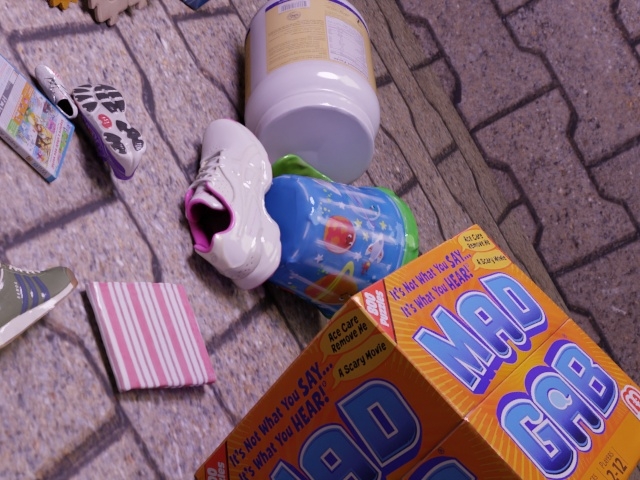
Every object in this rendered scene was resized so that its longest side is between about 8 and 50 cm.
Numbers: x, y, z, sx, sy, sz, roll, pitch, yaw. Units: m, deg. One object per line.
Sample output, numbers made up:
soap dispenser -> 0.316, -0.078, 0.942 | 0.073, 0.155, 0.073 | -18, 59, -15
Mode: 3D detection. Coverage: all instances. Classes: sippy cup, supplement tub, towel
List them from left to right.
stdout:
towel -> -0.216, 0.123, 1.411 | 0.197, 0.029, 0.144 | 7, 58, -60
supplement tub -> -0.018, -0.268, 1.989 | 0.241, 0.241, 0.331 | 43, 29, -37
sippy cup -> 0.000, 0.000, 1.774 | 0.224, 0.240, 0.305 | 20, 0, -43

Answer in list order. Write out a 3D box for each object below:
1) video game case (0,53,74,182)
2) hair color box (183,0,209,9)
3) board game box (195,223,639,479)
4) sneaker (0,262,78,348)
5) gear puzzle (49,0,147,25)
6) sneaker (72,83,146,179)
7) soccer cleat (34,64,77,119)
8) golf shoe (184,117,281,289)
video game case -> -0.383, -0.164, 1.398 | 0.166, 0.015, 0.119 | 47, 26, -30
hair color box -> -0.300, -0.565, 1.911 | 0.347, 0.105, 0.174 | 29, 39, -51
board game box -> 0.143, 0.259, 1.394 | 0.356, 0.356, 0.356 | 47, 32, 12
sneaker -> -0.334, 0.050, 1.192 | 0.086, 0.064, 0.192 | 62, 25, -12
gear puzzle -> -0.324, -0.430, 1.710 | 0.339, 0.044, 0.176 | -48, 145, -50
sneaker -> -0.296, -0.149, 1.517 | 0.068, 0.071, 0.170 | -8, 52, -30
soccer cleat -> -0.351, -0.197, 1.476 | 0.083, 0.029, 0.035 | 59, -3, -18
golf shoe -> -0.145, -0.077, 1.678 | 0.140, 0.115, 0.306 | 27, 38, -45
